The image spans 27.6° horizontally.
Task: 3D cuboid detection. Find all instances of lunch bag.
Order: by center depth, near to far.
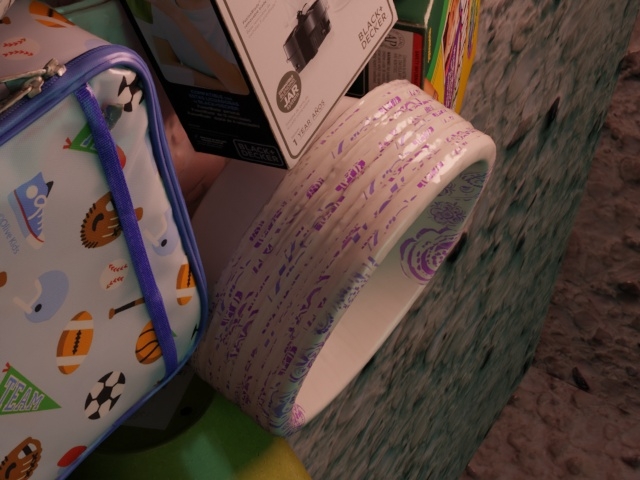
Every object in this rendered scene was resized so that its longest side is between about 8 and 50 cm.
[{"bbox_3d":[-0.181,0.013,0.792,0.243,0.115,0.303,-41,146,-27],"label":"lunch bag"}]

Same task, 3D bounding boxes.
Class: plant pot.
[{"bbox_3d":[-0.124,0.236,1.151,0.275,0.275,0.293,-50,140,-38],"label":"plant pot"}]

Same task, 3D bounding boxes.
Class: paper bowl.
[{"bbox_3d":[0.000,0.000,1.019,0.284,0.148,0.284,-49,166,-17],"label":"paper bowl"}]

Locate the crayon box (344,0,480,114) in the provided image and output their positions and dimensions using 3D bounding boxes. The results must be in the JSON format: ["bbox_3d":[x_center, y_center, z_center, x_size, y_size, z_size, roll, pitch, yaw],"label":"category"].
[{"bbox_3d":[0.083,-0.195,1.232,0.363,0.106,0.313,87,19,-56],"label":"crayon box"}]

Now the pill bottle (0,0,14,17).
[{"bbox_3d":[-0.196,-0.148,0.572,0.264,0.146,0.146,-57,160,-22],"label":"pill bottle"}]

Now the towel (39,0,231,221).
[{"bbox_3d":[-0.119,-0.067,0.996,0.317,0.053,0.332,-34,144,-46],"label":"towel"}]

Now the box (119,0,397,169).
[{"bbox_3d":[-0.056,-0.208,0.842,0.169,0.087,0.290,-57,144,-29],"label":"box"}]
